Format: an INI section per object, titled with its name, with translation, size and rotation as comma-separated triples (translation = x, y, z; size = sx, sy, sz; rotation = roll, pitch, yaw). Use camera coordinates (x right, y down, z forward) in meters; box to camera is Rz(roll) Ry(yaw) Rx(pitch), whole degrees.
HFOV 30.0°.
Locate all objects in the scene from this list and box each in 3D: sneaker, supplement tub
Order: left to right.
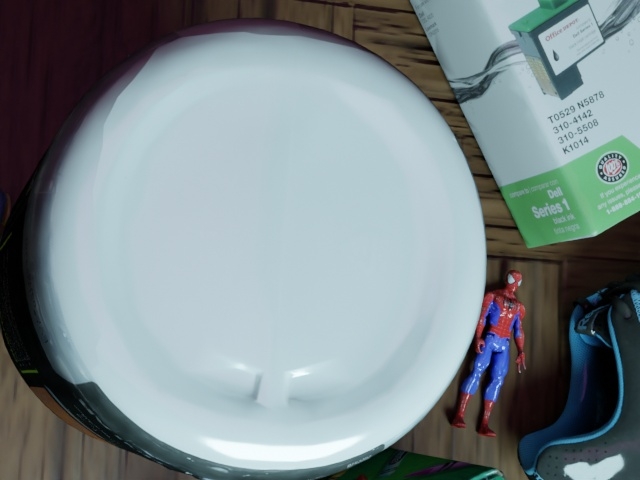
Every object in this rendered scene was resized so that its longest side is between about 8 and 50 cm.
[supplement tub]
translation = -0.064, 0.017, 0.611
size = 0.193, 0.316, 0.194
rotation = 2, 84, -19
[sneaker]
translation = 0.257, 0.048, 0.816
size = 0.139, 0.125, 0.341
rotation = 29, 74, -8

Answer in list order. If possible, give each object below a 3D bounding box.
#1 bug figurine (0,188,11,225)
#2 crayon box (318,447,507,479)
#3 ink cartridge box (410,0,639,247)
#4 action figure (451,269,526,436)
[bug figurine]
translation = -0.245, -0.125, 0.642
size = 0.216, 0.072, 0.279
rotation = 16, 67, -53
[crayon box]
translation = 0.089, 0.272, 0.714
size = 0.081, 0.165, 0.278
rotation = -22, 92, -19
[ink cartridge box]
translation = 0.177, -0.129, 0.823
size = 0.160, 0.092, 0.219
rotation = -28, 94, -19
[action figure]
translation = 0.120, 0.075, 0.818
size = 0.038, 0.030, 0.115
rotation = 17, 77, -11
